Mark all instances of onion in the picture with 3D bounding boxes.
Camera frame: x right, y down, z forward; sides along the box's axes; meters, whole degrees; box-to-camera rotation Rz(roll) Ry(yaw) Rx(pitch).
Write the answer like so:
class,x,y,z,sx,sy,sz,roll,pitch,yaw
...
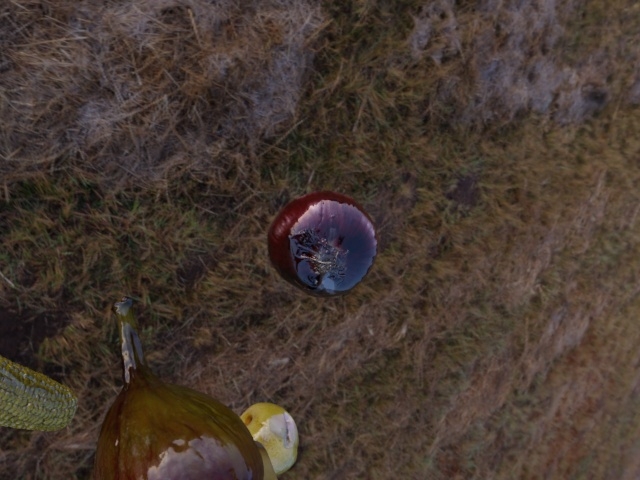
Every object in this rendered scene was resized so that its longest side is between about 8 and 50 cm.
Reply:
class,x,y,z,sx,sy,sz,roll,pitch,yaw
onion,0.000,0.000,1.234,0.273,0.285,0.273,-4,110,-11

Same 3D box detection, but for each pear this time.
class,x,y,z,sx,sy,sz,roll,pitch,yaw
pear,-0.132,0.499,1.253,0.178,0.178,0.178,-21,124,-35

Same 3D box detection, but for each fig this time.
class,x,y,z,sx,sy,sz,roll,pitch,yaw
fig,-0.199,0.230,0.611,0.190,0.290,0.191,-36,154,-21

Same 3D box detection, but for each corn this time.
class,x,y,z,sx,sy,sz,roll,pitch,yaw
corn,-0.518,0.232,0.787,0.101,0.101,0.310,-49,137,-14

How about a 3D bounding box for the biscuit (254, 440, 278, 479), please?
class,x,y,z,sx,sy,sz,roll,pitch,yaw
biscuit,-0.153,0.426,0.719,0.237,0.291,0.062,-4,123,-22
